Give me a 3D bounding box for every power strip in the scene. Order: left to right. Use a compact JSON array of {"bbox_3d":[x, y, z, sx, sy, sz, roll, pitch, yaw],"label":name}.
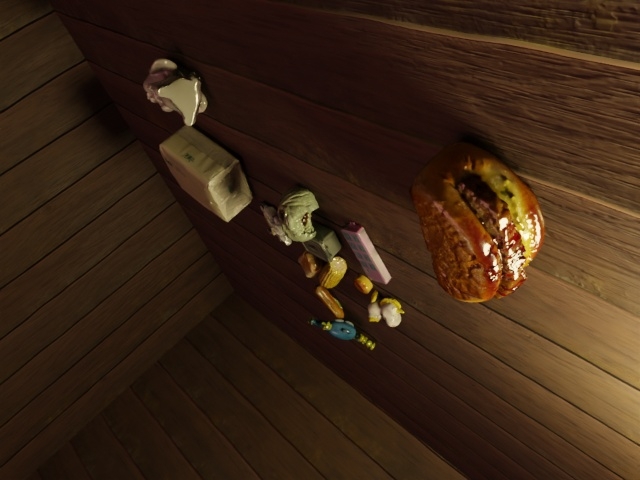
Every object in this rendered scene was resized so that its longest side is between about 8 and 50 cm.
[{"bbox_3d":[0.167,0.049,1.844,0.109,0.037,0.279,15,143,54],"label":"power strip"}]

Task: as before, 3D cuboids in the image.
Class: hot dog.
[{"bbox_3d":[0.050,0.309,2.531,0.235,0.062,0.092,53,167,-23],"label":"hot dog"},{"bbox_3d":[0.362,-0.014,1.128,0.223,0.185,0.405,28,153,45],"label":"hot dog"}]

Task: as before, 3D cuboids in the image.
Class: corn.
[{"bbox_3d":[0.050,0.142,2.172,0.093,0.093,0.244,44,160,8],"label":"corn"}]

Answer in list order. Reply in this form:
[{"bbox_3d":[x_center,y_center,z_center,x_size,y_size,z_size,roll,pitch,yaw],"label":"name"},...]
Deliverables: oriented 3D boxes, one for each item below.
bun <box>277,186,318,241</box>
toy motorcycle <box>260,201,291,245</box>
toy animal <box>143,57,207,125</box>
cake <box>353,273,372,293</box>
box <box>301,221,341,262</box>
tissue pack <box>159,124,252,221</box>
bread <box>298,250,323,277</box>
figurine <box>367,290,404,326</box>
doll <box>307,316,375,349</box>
[{"bbox_3d":[-0.095,-0.094,1.890,0.204,0.127,0.212,-3,101,59],"label":"bun"},{"bbox_3d":[-0.201,-0.079,2.292,0.228,0.074,0.151,61,162,-12],"label":"toy motorcycle"},{"bbox_3d":[-0.568,-0.592,1.931,0.289,0.174,0.249,39,170,18],"label":"toy animal"},{"bbox_3d":[0.173,0.180,2.068,0.084,0.044,0.084,41,161,18],"label":"cake"},{"bbox_3d":[0.000,0.000,2.006,0.172,0.093,0.124,26,152,45],"label":"box"},{"bbox_3d":[-0.515,-0.307,2.293,0.380,0.207,0.297,36,158,28],"label":"tissue pack"},{"bbox_3d":[-0.038,0.101,2.268,0.119,0.084,0.177,66,163,6],"label":"bread"},{"bbox_3d":[0.265,0.280,2.021,0.178,0.109,0.129,13,119,52],"label":"figurine"},{"bbox_3d":[0.104,0.446,2.570,0.346,0.098,0.341,24,175,-12],"label":"doll"}]
